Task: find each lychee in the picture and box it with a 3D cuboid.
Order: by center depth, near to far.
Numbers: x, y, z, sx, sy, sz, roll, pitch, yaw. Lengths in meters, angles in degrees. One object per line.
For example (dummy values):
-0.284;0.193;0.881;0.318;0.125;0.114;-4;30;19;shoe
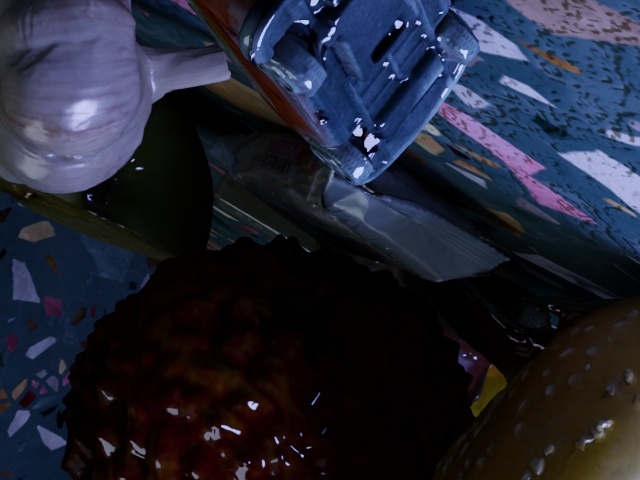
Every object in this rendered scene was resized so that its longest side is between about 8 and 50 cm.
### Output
-0.039;0.206;1.609;0.425;0.424;0.500;27;173;29;lychee

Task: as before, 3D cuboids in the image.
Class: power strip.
0.000;0.000;2.006;0.288;0.053;0.093;31;173;1;power strip

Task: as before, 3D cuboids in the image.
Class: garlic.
-0.182;-0.141;1.324;0.212;0.218;0.218;-4;-173;-21;garlic

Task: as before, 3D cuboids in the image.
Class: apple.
-0.281;-0.074;1.717;0.360;0.320;0.311;7;118;60;apple

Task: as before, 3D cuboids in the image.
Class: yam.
0.178;0.082;1.736;0.078;0.078;0.179;34;172;-30;yam

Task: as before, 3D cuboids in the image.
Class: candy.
0.137;-0.006;1.481;0.030;0.020;0.083;41;173;-14;candy

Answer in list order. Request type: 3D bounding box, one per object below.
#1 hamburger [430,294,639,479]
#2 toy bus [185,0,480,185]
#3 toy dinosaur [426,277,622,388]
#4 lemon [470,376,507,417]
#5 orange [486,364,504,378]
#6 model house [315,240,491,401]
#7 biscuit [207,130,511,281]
0.218;0.259;1.270;0.268;0.445;0.287;36;-145;-6;hamburger
0.000;-0.123;0.826;0.120;0.121;0.265;37;177;18;toy bus
0.228;0.086;1.545;0.327;0.113;0.206;13;138;36;toy dinosaur
0.203;0.230;2.081;0.254;0.228;0.228;7;179;-13;lemon
0.213;0.130;1.963;0.083;0.070;0.083;36;-175;-3;orange
0.062;0.101;1.877;0.254;0.196;0.160;35;174;-28;model house
0.023;-0.040;1.489;0.186;0.079;0.309;32;175;-27;biscuit
